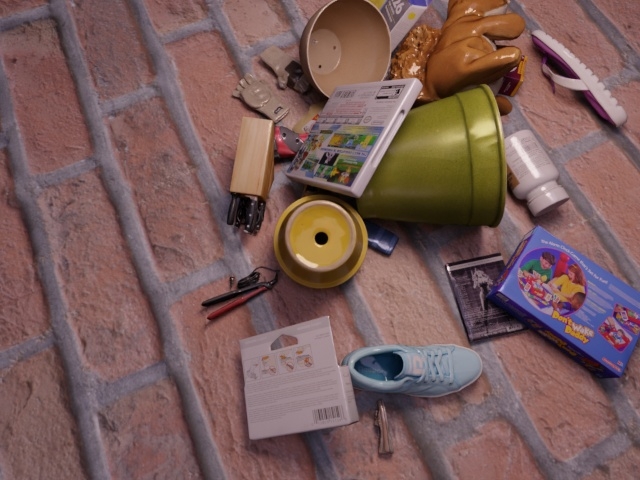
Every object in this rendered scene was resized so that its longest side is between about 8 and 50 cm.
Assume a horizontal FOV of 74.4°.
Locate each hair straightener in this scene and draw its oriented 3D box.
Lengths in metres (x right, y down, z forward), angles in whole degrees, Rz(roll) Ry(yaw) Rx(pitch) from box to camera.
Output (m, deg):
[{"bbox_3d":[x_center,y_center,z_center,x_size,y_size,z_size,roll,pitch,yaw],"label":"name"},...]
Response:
[{"bbox_3d":[-0.218,0.126,1.150,0.230,0.047,0.089,-28,73,-10],"label":"hair straightener"}]

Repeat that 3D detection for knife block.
[{"bbox_3d":[-0.194,-0.165,1.158,0.088,0.276,0.242,8,41,3],"label":"knife block"}]

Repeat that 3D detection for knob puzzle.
[{"bbox_3d":[0.036,-0.354,1.319,0.212,0.030,0.214,-1,81,8],"label":"knob puzzle"}]

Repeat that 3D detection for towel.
[{"bbox_3d":[0.160,-0.009,1.208,0.119,0.029,0.067,29,73,9],"label":"towel"}]

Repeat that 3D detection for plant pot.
[{"bbox_3d":[0.000,0.000,1.065,0.253,0.239,0.255,0,87,0],"label":"plant pot"},{"bbox_3d":[0.047,-0.580,1.293,0.284,0.284,0.191,-34,34,-11],"label":"plant pot"},{"bbox_3d":[0.264,-0.195,1.130,0.352,0.366,0.367,-7,70,10],"label":"plant pot"}]

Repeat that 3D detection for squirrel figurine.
[{"bbox_3d":[0.378,-0.568,1.230,0.396,0.281,0.371,-4,76,26],"label":"squirrel figurine"}]

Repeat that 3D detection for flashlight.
[{"bbox_3d":[-0.022,-0.310,1.254,0.303,0.103,0.104,-9,78,8],"label":"flashlight"}]

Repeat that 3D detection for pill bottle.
[{"bbox_3d":[0.606,-0.191,1.218,0.131,0.131,0.230,-21,71,-7],"label":"pill bottle"}]

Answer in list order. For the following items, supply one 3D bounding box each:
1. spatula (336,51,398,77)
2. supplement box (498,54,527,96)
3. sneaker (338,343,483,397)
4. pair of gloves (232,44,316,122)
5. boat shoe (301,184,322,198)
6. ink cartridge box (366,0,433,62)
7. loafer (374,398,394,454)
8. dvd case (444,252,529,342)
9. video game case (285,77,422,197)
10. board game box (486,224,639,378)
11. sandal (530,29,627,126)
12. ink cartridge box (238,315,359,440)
[{"bbox_3d":[0.184,-0.633,1.434,0.168,0.019,0.242,36,74,13],"label":"spatula"},{"bbox_3d":[0.559,-0.555,1.373,0.187,0.081,0.104,16,71,6],"label":"supplement box"},{"bbox_3d":[0.229,0.318,1.027,0.364,0.150,0.136,-5,72,-1],"label":"sneaker"},{"bbox_3d":[-0.148,-0.512,1.380,0.204,0.042,0.240,35,76,8],"label":"pair of gloves"},{"bbox_3d":[-0.028,-0.123,1.225,0.068,0.072,0.190,4,71,1],"label":"boat shoe"},{"bbox_3d":[0.222,-0.771,1.329,0.072,0.307,0.304,6,60,-30],"label":"ink cartridge box"},{"bbox_3d":[0.150,0.459,1.036,0.039,0.045,0.126,-11,73,3],"label":"loafer"},{"bbox_3d":[0.452,0.153,1.156,0.164,0.018,0.222,-12,71,-4],"label":"dvd case"},{"bbox_3d":[0.067,-0.266,1.067,0.329,0.036,0.300,25,84,55],"label":"video game case"},{"bbox_3d":[0.655,0.157,1.111,0.347,0.078,0.233,37,72,10],"label":"board game box"},{"bbox_3d":[0.793,-0.508,1.341,0.102,0.169,0.417,-43,72,28],"label":"sandal"},{"bbox_3d":[-0.063,0.331,1.011,0.274,0.060,0.239,-20,68,23],"label":"ink cartridge box"}]
